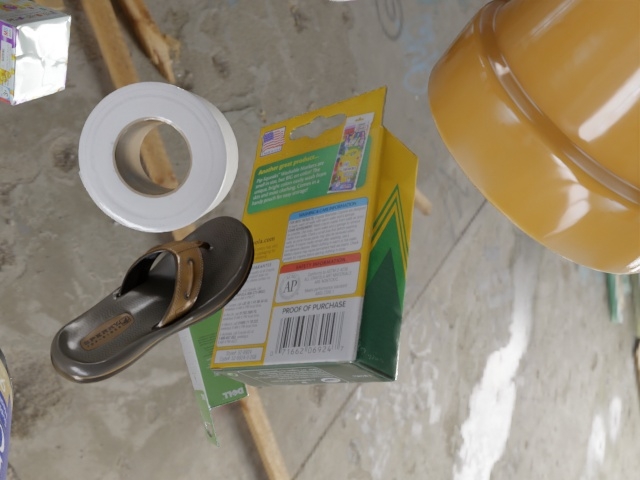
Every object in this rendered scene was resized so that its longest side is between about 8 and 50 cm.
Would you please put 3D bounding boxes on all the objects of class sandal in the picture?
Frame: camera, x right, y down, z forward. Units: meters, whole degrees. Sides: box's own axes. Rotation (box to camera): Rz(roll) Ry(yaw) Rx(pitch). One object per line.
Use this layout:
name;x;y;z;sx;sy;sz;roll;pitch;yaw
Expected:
sandal;-0.146;0.039;0.637;0.219;0.090;0.060;-34;142;-30

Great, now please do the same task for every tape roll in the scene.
tape roll;-0.271;-0.144;1.226;0.169;0.246;0.246;-98;-177;-82

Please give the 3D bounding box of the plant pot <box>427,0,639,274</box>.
plant pot;0.203;-0.115;0.438;0.205;0.188;0.205;18;46;-20

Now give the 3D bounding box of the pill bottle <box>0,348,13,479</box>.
pill bottle;-0.193;0.120;0.285;0.122;0.219;0.123;-8;114;-18

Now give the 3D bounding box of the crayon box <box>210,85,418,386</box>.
crayon box;0.000;0.000;0.821;0.083;0.203;0.323;33;57;-43

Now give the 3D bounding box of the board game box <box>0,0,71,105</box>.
board game box;-0.604;-0.362;1.252;0.144;0.275;0.142;-49;158;-59

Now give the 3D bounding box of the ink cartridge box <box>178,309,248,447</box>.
ink cartridge box;-0.157;0.189;1.047;0.062;0.109;0.209;-14;84;-21
